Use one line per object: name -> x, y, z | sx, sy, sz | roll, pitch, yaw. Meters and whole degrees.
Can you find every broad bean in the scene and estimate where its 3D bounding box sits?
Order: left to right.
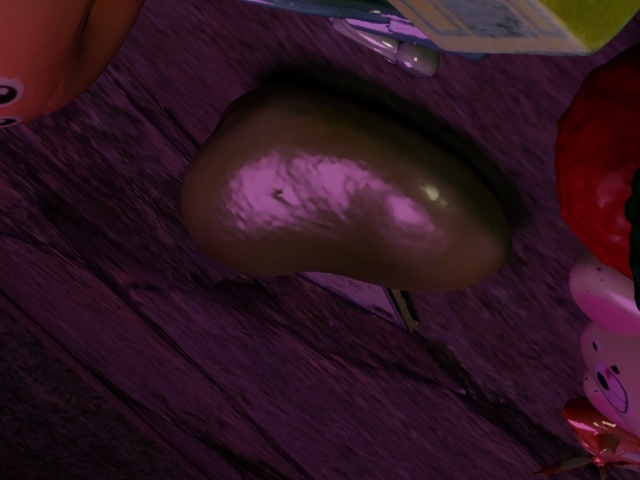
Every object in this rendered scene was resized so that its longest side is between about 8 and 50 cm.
broad bean -> 0.018, -0.038, 1.150 | 0.263, 0.121, 0.189 | 8, 146, 29

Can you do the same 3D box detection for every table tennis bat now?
table tennis bat -> 0.007, -0.141, 0.918 | 0.201, 0.033, 0.124 | 16, -163, 19

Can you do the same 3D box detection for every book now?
book -> -0.001, 0.001, 1.408 | 0.157, 0.026, 0.231 | 28, 162, 26

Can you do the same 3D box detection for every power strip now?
power strip -> 0.042, -0.127, 0.967 | 0.083, 0.035, 0.055 | 34, -171, 40

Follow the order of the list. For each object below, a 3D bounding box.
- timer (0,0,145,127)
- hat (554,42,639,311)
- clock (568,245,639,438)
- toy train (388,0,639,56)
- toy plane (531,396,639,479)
timer -> -0.216, -0.184, 0.968 | 0.215, 0.229, 0.229 | 23, 163, 3
hat -> 0.208, 0.012, 0.693 | 0.332, 0.242, 0.274 | 37, 157, 47
clock -> 0.298, 0.112, 0.968 | 0.309, 0.114, 0.284 | 29, 164, 25
toy train -> -0.029, -0.192, 0.741 | 0.237, 0.150, 0.369 | 38, 166, -30
toy plane -> 0.270, 0.175, 1.230 | 0.194, 0.126, 0.077 | 37, 136, 0
